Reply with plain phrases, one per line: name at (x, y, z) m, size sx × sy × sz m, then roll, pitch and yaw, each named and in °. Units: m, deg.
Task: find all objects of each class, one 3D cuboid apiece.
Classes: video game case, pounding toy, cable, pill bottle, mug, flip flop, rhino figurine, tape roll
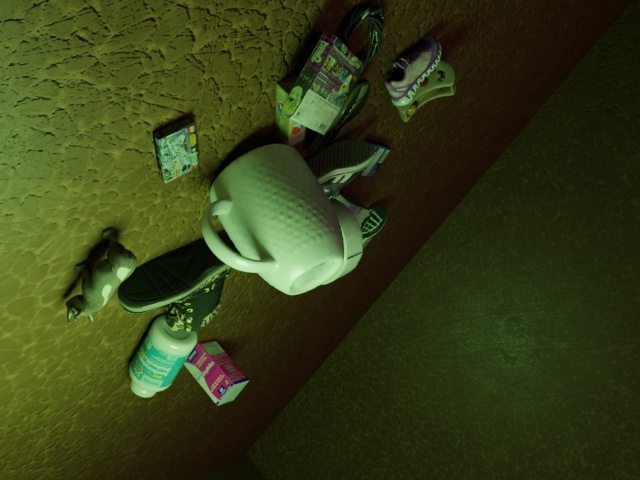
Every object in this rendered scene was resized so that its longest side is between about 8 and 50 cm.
video game case at (0.010, -0.374, 1.310) m, size 0.210 × 0.041 × 0.232 m, roll -58°, pitch 163°, yaw 13°
pounding toy at (0.357, -0.497, 1.756) m, size 0.269 × 0.154 × 0.155 m, roll -47°, pitch 159°, yaw 2°
cable at (0.102, -0.513, 1.381) m, size 0.150 × 0.047 × 0.185 m, roll -35°, pitch 157°, yaw -29°
pill bottle at (-0.502, 0.369, 1.673) m, size 0.146 × 0.146 × 0.264 m, roll -10°, pitch 138°, yaw -58°
mug at (-0.127, -0.031, 1.358) m, size 0.374 × 0.328 × 0.276 m, roll -12°, pitch 151°, yaw -45°
flip flop at (0.037, -0.354, 1.518) m, size 0.112 × 0.080 × 0.277 m, roll -31°, pitch 170°, yaw -47°
rhino figurine at (-0.509, 0.098, 1.218) m, size 0.243 × 0.106 × 0.073 m, roll -50°, pitch 159°, yaw 9°
tape roll at (0.000, 0.000, 1.784) m, size 0.100 × 0.286 × 0.286 m, roll -21°, pitch 147°, yaw -50°

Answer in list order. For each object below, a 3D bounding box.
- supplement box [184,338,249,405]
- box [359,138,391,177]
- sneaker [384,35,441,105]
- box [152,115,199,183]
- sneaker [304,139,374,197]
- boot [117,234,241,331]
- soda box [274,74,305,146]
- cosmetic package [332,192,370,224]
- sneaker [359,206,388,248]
supplement box at (-0.392, 0.490, 2.007) m, size 0.111 × 0.220 × 0.114 m, roll -52°, pitch 158°, yaw 13°
box at (0.165, -0.293, 1.921) m, size 0.136 × 0.036 × 0.225 m, roll -55°, pitch 159°, yaw 20°
sneaker at (0.277, -0.534, 1.639) m, size 0.104 × 0.095 × 0.236 m, roll 34°, pitch 89°, yaw -37°
box at (-0.313, -0.197, 1.173) m, size 0.094 × 0.027 × 0.137 m, roll -34°, pitch 156°, yaw -28°
sneaker at (0.025, -0.209, 1.684) m, size 0.321 × 0.126 × 0.128 m, roll -26°, pitch 149°, yaw -21°
boot at (-0.399, 0.160, 1.522) m, size 0.377 × 0.138 × 0.284 m, roll -35°, pitch 157°, yaw -43°
soda box at (-0.074, -0.325, 1.364) m, size 0.061 × 0.058 × 0.181 m, roll -36°, pitch 158°, yaw -26°
cosmetic package at (0.095, -0.108, 2.060) m, size 0.117 × 0.085 × 0.231 m, roll -52°, pitch 160°, yaw 13°
sneaker at (0.187, -0.033, 2.380) m, size 0.300 × 0.111 × 0.121 m, roll -47°, pitch 170°, yaw 16°
